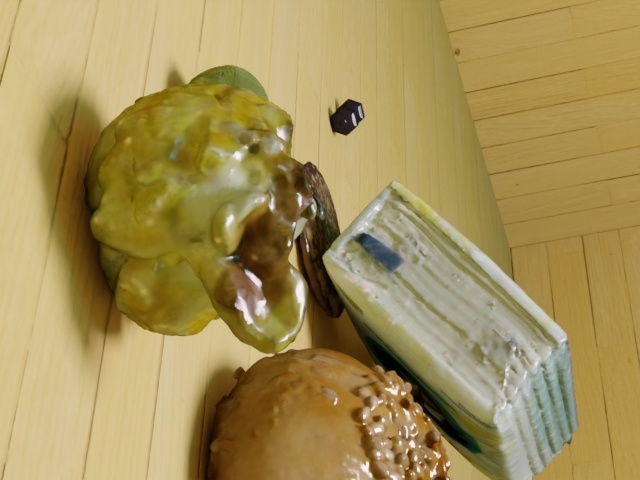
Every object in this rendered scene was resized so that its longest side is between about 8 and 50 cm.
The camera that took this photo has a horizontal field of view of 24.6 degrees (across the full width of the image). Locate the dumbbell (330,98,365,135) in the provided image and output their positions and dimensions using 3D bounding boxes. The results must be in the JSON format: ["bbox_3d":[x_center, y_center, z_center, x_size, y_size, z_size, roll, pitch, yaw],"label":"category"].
[{"bbox_3d":[0.037,-0.170,2.017,0.083,0.036,0.040,-56,134,-72],"label":"dumbbell"}]

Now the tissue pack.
[{"bbox_3d":[0.169,0.131,1.776,0.287,0.162,0.388,44,-7,23],"label":"tissue pack"}]

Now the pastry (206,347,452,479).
[{"bbox_3d":[0.020,0.235,1.285,0.316,0.184,0.285,-74,150,-63],"label":"pastry"}]

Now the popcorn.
[{"bbox_3d":[-0.074,-0.012,1.071,0.212,0.198,0.198,43,-16,42],"label":"popcorn"}]

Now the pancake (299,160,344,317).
[{"bbox_3d":[0.002,0.000,1.761,0.199,0.021,0.199,-10,90,-78],"label":"pancake"}]

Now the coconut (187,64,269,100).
[{"bbox_3d":[-0.087,-0.114,1.328,0.096,0.087,0.088,122,-35,-64],"label":"coconut"}]

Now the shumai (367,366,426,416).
[{"bbox_3d":[0.059,0.216,1.624,0.201,0.120,0.201,-10,90,-80],"label":"shumai"}]
